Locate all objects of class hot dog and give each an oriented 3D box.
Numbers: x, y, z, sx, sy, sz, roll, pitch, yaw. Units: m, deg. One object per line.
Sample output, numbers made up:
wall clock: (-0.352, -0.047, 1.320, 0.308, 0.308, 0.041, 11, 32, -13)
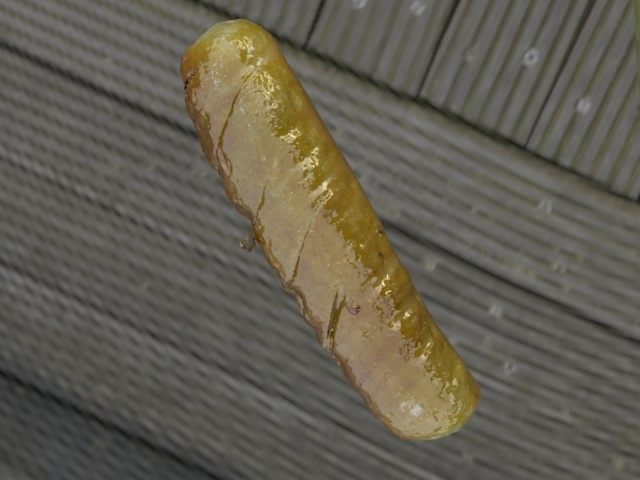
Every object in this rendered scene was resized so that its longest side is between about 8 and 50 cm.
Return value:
hot dog: (0.003, -0.002, 1.076, 0.088, 0.061, 0.286, -33, 93, 42)

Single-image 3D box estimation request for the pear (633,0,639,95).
pear: (0.259, -0.024, 0.680, 0.399, 0.399, 0.165, 35, 93, 0)
